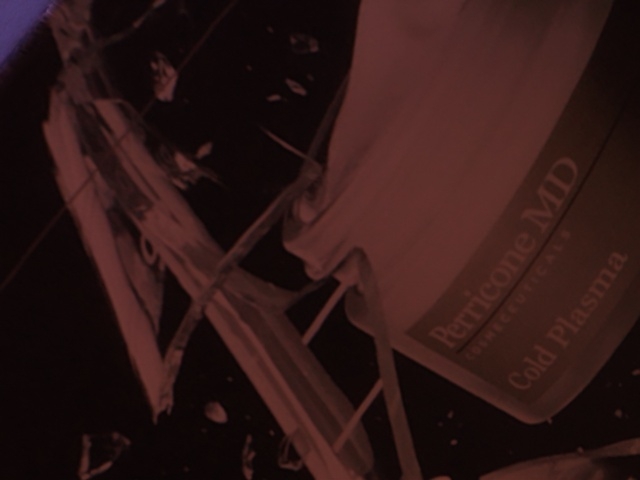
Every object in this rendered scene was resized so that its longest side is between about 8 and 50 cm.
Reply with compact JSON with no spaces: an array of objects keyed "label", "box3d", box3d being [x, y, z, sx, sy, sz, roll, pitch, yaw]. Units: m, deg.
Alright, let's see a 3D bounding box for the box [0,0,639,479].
[{"label":"box","box3d":[-0.013,0.045,0.831,0.472,0.480,0.297,41,173,-28]}]
